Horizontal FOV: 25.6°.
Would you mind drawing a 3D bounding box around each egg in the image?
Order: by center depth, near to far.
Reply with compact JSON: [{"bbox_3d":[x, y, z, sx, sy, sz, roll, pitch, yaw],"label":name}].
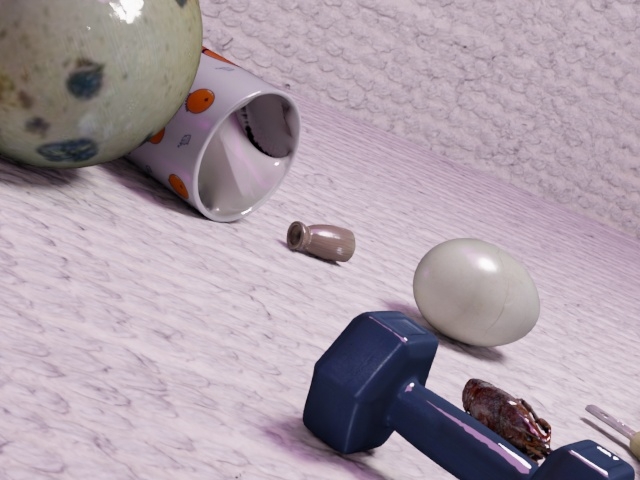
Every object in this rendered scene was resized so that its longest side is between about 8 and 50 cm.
[{"bbox_3d":[-0.330,-0.260,1.828,0.345,0.345,0.428,26,25,-6],"label":"egg"},{"bbox_3d":[0.230,0.078,2.047,0.209,0.151,0.151,21,13,-28],"label":"egg"}]

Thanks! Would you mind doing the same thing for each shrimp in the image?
[{"bbox_3d":[0.227,0.222,1.660,0.190,0.075,0.073,31,-21,47],"label":"shrimp"}]

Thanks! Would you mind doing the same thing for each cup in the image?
[{"bbox_3d":[-0.214,-0.191,2.099,0.317,0.212,0.212,33,13,31],"label":"cup"}]

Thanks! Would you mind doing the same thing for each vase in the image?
[{"bbox_3d":[0.000,0.000,2.120,0.100,0.053,0.053,12,19,-37],"label":"vase"}]

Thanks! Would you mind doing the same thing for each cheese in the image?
[{"bbox_3d":[0.446,0.280,1.938,0.192,0.037,0.097,33,14,28],"label":"cheese"}]

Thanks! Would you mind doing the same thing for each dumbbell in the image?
[{"bbox_3d":[0.140,0.202,1.381,0.325,0.160,0.144,33,45,24],"label":"dumbbell"}]
